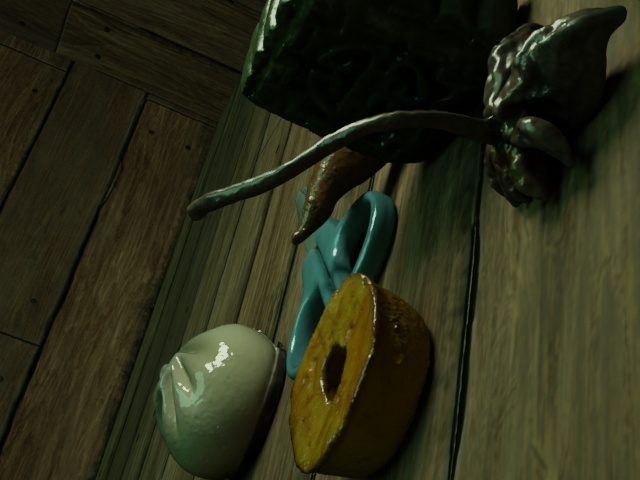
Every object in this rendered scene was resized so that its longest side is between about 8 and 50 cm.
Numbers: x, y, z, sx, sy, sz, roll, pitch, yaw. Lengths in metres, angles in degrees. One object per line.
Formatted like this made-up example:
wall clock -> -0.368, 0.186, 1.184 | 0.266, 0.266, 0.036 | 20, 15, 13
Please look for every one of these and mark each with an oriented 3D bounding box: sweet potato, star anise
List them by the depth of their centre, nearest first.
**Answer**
star anise -> 0.045, -0.082, 0.649 | 0.148, 0.227, 0.219 | -90, 13, -47
sweet potato -> 0.038, -0.087, 0.991 | 0.226, 0.068, 0.068 | -56, 11, -6

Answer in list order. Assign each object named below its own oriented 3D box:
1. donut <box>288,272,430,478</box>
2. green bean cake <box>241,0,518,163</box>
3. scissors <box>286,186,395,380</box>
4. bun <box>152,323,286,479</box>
donut -> 0.028, 0.099, 0.741 | 0.152, 0.058, 0.152 | -158, 90, -78
green bean cake -> 0.042, -0.154, 0.841 | 0.185, 0.183, 0.094 | 129, 157, -53
scissors -> 0.000, 0.000, 1.118 | 0.447, 0.029, 0.193 | -111, 45, -73
bun -> -0.120, 0.169, 1.130 | 0.173, 0.119, 0.173 | -159, 90, -80
